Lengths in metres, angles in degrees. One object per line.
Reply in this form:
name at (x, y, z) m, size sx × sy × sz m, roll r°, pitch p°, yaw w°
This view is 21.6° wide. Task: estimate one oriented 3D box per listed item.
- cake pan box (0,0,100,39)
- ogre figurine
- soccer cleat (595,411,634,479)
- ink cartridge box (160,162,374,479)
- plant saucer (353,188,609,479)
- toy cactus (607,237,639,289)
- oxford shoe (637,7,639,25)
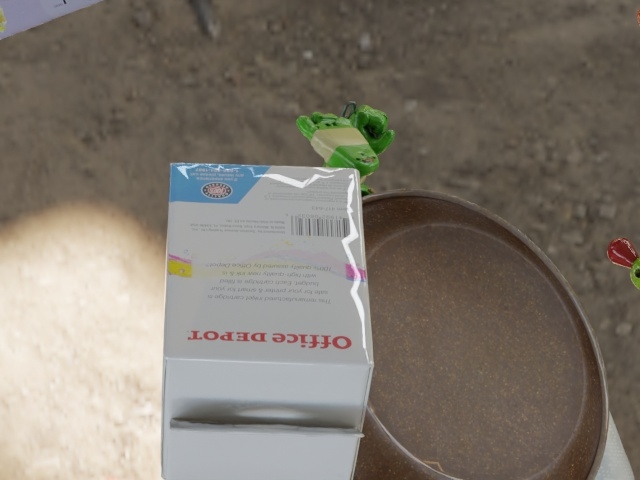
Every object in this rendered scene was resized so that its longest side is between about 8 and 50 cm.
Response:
cake pan box at (-0.238, -0.297, 1.561) m, size 0.246 × 0.070 × 0.267 m, roll -20°, pitch 35°, yaw -1°
ogre figurine at (0.000, 0.000, 1.089) m, size 0.097 × 0.118 × 0.197 m, roll 9°, pitch 34°, yaw -16°
soccer cleat at (0.065, 0.170, 1.248) m, size 0.331 × 0.143 × 0.116 m, roll -4°, pitch 34°, yaw 7°
ink cartridge box at (-0.027, 0.045, 0.775) m, size 0.092 × 0.090 × 0.143 m, roll 3°, pitch 45°, yaw -4°
plant saucer at (0.067, 0.066, 0.880) m, size 0.198 × 0.198 × 0.036 m, roll 33°, pitch 32°, yaw 23°
toy cactus at (0.337, 0.061, 1.289) m, size 0.219 × 0.112 × 0.180 m, roll 25°, pitch 9°, yaw -28°
oxford shoe at (0.405, -0.222, 1.647) m, size 0.133 × 0.363 × 0.130 m, roll -32°, pitch 81°, yaw -3°
